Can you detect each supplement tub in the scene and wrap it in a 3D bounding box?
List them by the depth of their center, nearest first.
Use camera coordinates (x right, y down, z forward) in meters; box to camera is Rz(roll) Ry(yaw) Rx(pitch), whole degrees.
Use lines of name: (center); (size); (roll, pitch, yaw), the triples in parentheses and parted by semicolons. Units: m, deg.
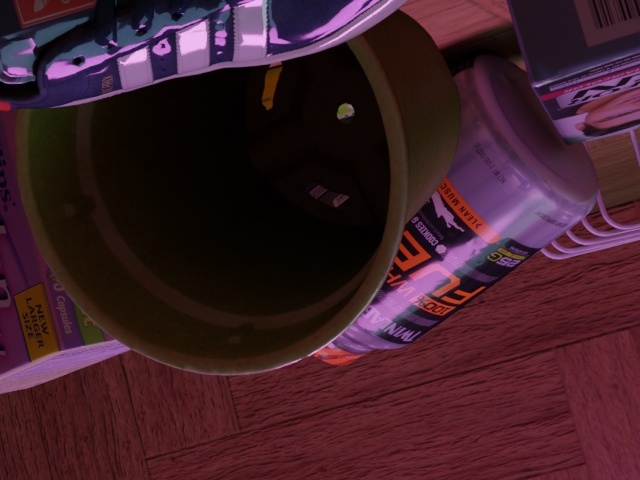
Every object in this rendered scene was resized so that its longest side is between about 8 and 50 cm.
supplement tub: (0.098, -0.022, 1.648); (0.316, 0.193, 0.194); (-39, 163, 26)

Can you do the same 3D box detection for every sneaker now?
sneaker: (-0.091, -0.139, 0.855); (0.350, 0.131, 0.148); (-20, 176, 37)

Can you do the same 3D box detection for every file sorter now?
file sorter: (0.378, -0.089, 2.126); (0.193, 0.173, 0.278); (-13, 173, -12)

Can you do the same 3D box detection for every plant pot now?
plant pot: (-0.026, -0.071, 1.160); (0.276, 0.276, 0.254); (-18, -177, 26)

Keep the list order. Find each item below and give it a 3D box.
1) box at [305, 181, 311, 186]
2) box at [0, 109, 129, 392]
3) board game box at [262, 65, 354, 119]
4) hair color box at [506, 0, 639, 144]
box: (-0.039, -0.014, 1.883); (0.156, 0.093, 0.158); (-48, -179, -14)
box: (-0.248, 0.004, 1.334); (0.117, 0.213, 0.243); (-9, 172, -43)
board game box: (-0.005, -0.131, 1.483); (0.181, 0.043, 0.092); (-16, 173, 3)
hair color box: (0.267, -0.178, 1.402); (0.185, 0.113, 0.374); (-16, 174, 11)
